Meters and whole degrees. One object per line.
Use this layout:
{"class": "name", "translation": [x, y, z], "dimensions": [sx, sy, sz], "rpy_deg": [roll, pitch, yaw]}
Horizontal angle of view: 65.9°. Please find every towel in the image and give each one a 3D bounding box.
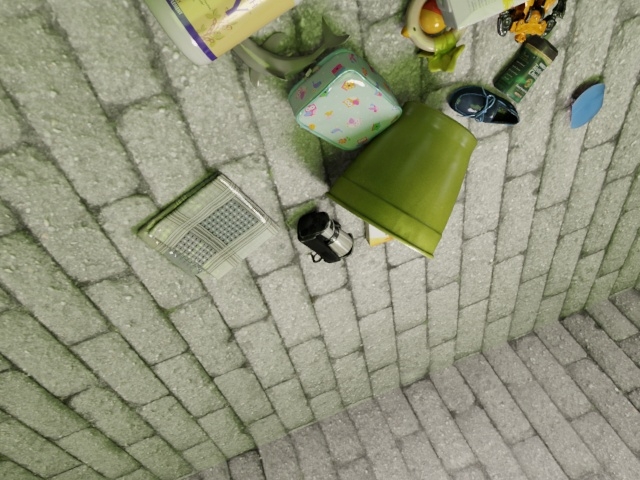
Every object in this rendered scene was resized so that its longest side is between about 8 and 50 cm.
{"class": "towel", "translation": [-0.330, -0.022, 1.499], "dimensions": [0.324, 0.056, 0.312], "rpy_deg": [-35, 137, 9]}

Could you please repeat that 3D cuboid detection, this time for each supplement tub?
{"class": "supplement tub", "translation": [-0.172, -0.525, 0.955], "dimensions": [0.331, 0.241, 0.241], "rpy_deg": [-32, 137, 6]}

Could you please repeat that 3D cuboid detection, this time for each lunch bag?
{"class": "lunch bag", "translation": [0.058, -0.358, 1.294], "dimensions": [0.224, 0.108, 0.279], "rpy_deg": [-32, 148, 29]}

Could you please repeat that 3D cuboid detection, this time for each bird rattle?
{"class": "bird rattle", "translation": [0.321, -0.563, 1.252], "dimensions": [0.207, 0.143, 0.253], "rpy_deg": [17, 120, -18]}

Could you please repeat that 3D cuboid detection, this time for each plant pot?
{"class": "plant pot", "translation": [0.257, -0.191, 1.422], "dimensions": [0.366, 0.366, 0.353], "rpy_deg": [24, 100, -40]}

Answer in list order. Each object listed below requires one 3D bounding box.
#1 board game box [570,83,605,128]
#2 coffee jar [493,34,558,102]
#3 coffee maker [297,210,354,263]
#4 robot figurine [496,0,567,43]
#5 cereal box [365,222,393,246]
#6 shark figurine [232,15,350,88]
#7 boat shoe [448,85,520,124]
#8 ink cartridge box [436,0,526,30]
{"class": "board game box", "translation": [0.904, -0.467, 1.693], "dimensions": [0.133, 0.033, 0.168], "rpy_deg": [-34, 142, 0]}
{"class": "coffee jar", "translation": [0.613, -0.510, 1.472], "dimensions": [0.096, 0.079, 0.184], "rpy_deg": [15, 123, -36]}
{"class": "coffee maker", "translation": [0.000, 0.000, 1.634], "dimensions": [0.171, 0.120, 0.178], "rpy_deg": [-38, 135, 13]}
{"class": "robot figurine", "translation": [0.547, -0.648, 1.238], "dimensions": [0.211, 0.085, 0.291], "rpy_deg": [-6, 133, -20]}
{"class": "cereal box", "translation": [0.238, -0.097, 1.709], "dimensions": [0.173, 0.047, 0.240], "rpy_deg": [-18, 137, -8]}
{"class": "shark figurine", "translation": [-0.074, -0.430, 1.193], "dimensions": [0.278, 0.116, 0.166], "rpy_deg": [-11, 136, -14]}
{"class": "boat shoe", "translation": [0.515, -0.411, 1.511], "dimensions": [0.258, 0.089, 0.109], "rpy_deg": [-2, 131, -24]}
{"class": "ink cartridge box", "translation": [0.382, -0.611, 1.068], "dimensions": [0.270, 0.198, 0.197], "rpy_deg": [-20, 114, 14]}
